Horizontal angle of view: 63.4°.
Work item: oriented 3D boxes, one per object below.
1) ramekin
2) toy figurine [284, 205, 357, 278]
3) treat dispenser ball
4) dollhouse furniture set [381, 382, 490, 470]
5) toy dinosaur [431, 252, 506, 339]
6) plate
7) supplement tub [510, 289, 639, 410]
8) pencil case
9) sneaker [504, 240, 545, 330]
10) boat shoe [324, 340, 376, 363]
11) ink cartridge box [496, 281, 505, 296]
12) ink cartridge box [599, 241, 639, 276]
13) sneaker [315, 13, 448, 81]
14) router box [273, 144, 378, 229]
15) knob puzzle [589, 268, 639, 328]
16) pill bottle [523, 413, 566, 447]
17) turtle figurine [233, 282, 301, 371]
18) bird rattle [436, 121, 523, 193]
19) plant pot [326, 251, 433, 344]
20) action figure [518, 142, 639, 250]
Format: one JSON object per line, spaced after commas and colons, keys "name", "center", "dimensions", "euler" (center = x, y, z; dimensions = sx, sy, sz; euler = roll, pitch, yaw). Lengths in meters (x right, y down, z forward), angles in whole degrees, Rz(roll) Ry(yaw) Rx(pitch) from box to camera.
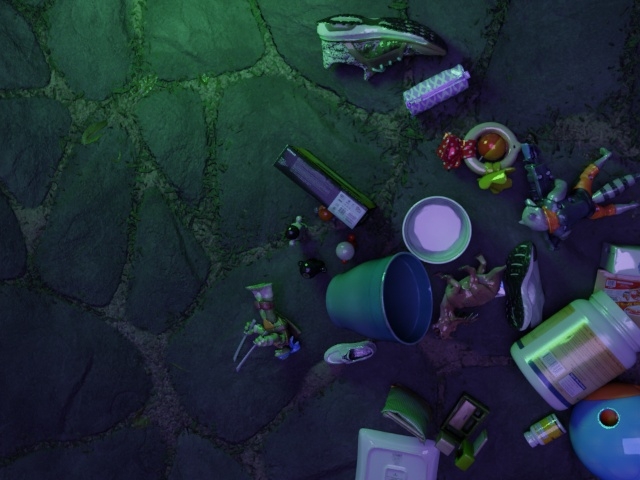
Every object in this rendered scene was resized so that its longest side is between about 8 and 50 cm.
{"name": "ramekin", "center": [0.362, -0.035, 1.613], "dimensions": [0.207, 0.109, 0.207], "euler": [1, 95, 14]}
{"name": "toy figurine", "center": [0.000, 0.000, 1.681], "dimensions": [0.213, 0.148, 0.209], "euler": [-25, 90, 15]}
{"name": "treat dispenser ball", "center": [0.860, 0.548, 1.462], "dimensions": [0.288, 0.288, 0.288], "euler": [1, 96, 13]}
{"name": "dollhouse furniture set", "center": [0.364, 0.535, 1.624], "dimensions": [0.301, 0.197, 0.151], "euler": [33, 103, 7]}
{"name": "toy dinosaur", "center": [0.462, 0.167, 1.581], "dimensions": [0.296, 0.127, 0.200], "euler": [-31, 89, 30]}
{"name": "plate", "center": [0.254, 0.796, 1.755], "dimensions": [0.277, 0.045, 0.278], "euler": [6, 96, 13]}
{"name": "supplement tub", "center": [0.743, 0.313, 1.493], "dimensions": [0.316, 0.228, 0.228], "euler": [-41, 86, 15]}
{"name": "pencil case", "center": [0.350, -0.459, 1.584], "dimensions": [0.206, 0.088, 0.086], "euler": [-27, 91, 13]}
{"name": "sneaker", "center": [0.633, 0.138, 1.585], "dimensions": [0.108, 0.100, 0.271], "euler": [3, 90, -20]}
{"name": "boat shoe", "center": [0.097, 0.384, 1.740], "dimensions": [0.184, 0.063, 0.066], "euler": [-9, 94, 14]}
{"name": "ink cartridge box", "center": [0.534, 0.156, 1.632], "dimensions": [0.083, 0.028, 0.048], "euler": [-12, 93, 14]}
{"name": "ink cartridge box", "center": [0.920, 0.058, 1.474], "dimensions": [0.191, 0.139, 0.082], "euler": [5, 99, 13]}
{"name": "sneaker", "center": [0.184, -0.588, 1.611], "dimensions": [0.410, 0.158, 0.182], "euler": [11, 129, 10]}
{"name": "router box", "center": [0.025, -0.167, 1.610], "dimensions": [0.309, 0.243, 0.081], "euler": [39, 103, 6]}
{"name": "knob puzzle", "center": [0.908, 0.187, 1.544], "dimensions": [0.213, 0.030, 0.213], "euler": [7, 107, 23]}
{"name": "pill bottle", "center": [0.700, 0.597, 1.619], "dimensions": [0.116, 0.065, 0.065], "euler": [-37, 87, 15]}
{"name": "turtle figurine", "center": [-0.218, 0.287, 1.739], "dimensions": [0.275, 0.198, 0.266], "euler": [-12, 89, 10]}
{"name": "bird rattle", "center": [0.493, -0.264, 1.577], "dimensions": [0.253, 0.143, 0.207], "euler": [43, 92, 19]}
{"name": "plant pot", "center": [0.166, 0.180, 1.596], "dimensions": [0.255, 0.272, 0.271], "euler": [-8, 94, 41]}
{"name": "action figure", "center": [0.712, -0.145, 1.477], "dimensions": [0.330, 0.178, 0.341], "euler": [-29, 102, -4]}
